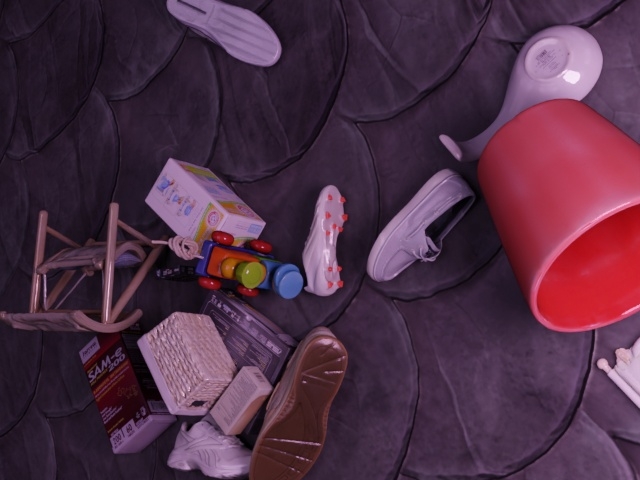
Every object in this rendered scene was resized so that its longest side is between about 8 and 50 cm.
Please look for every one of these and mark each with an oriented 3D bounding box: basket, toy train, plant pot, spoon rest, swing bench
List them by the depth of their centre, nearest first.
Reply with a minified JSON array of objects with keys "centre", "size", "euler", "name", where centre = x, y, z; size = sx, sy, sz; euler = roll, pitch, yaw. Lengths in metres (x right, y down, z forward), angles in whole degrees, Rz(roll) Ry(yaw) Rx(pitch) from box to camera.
[{"centre":[0.355,-0.047,1.386],"size":[0.275,0.275,0.243],"euler":[-46,47,23],"name":"plant pot"},{"centre":[0.314,-0.223,1.560],"size":[0.276,0.084,0.137],"euler":[-41,61,11],"name":"spoon rest"},{"centre":[-0.158,0.046,1.750],"size":[0.143,0.248,0.105],"euler":[20,95,50],"name":"toy train"},{"centre":[-0.234,0.219,1.807],"size":[0.103,0.113,0.167],"euler":[-44,60,22],"name":"basket"},{"centre":[-0.476,0.076,2.016],"size":[0.253,0.165,0.254],"euler":[-2,63,39],"name":"swing bench"}]

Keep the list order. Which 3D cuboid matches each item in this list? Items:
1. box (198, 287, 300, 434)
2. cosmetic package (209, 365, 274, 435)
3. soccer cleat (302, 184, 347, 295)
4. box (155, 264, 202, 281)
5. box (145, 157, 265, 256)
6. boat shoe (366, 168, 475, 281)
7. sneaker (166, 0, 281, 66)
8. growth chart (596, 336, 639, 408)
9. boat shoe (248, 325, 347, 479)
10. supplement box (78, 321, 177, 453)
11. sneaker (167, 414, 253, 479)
[{"centre":[-0.150,0.219,1.850],"size":[0.231,0.056,0.183],"euler":[34,105,36],"name":"box"},{"centre":[-0.139,0.283,1.769],"size":[0.115,0.041,0.060],"euler":[-53,58,19],"name":"cosmetic package"},{"centre":[0.000,0.000,1.765],"size":[0.076,0.068,0.196],"euler":[-1,85,41],"name":"soccer cleat"},{"centre":[-0.269,0.065,1.949],"size":[0.067,0.083,0.018],"euler":[-13,76,37],"name":"box"},{"centre":[-0.220,-0.054,1.911],"size":[0.203,0.114,0.103],"euler":[42,107,34],"name":"box"},{"centre":[0.164,-0.010,1.628],"size":[0.227,0.079,0.081],"euler":[-52,52,16],"name":"boat shoe"},{"centre":[-0.177,-0.419,1.958],"size":[0.258,0.091,0.094],"euler":[34,100,15],"name":"sneaker"},{"centre":[0.513,0.158,1.366],"size":[0.237,0.021,0.172],"euler":[-48,58,22],"name":"growth chart"},{"centre":[-0.041,0.293,1.736],"size":[0.098,0.109,0.302],"euler":[-126,57,-75],"name":"boat shoe"},{"centre":[-0.390,0.291,2.015],"size":[0.130,0.073,0.239],"euler":[-42,58,25],"name":"supplement box"},{"centre":[-0.190,0.375,1.838],"size":[0.232,0.090,0.115],"euler":[0,79,37],"name":"sneaker"}]
